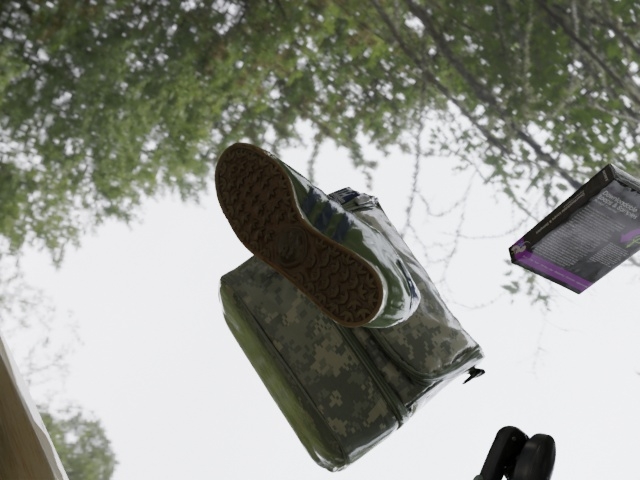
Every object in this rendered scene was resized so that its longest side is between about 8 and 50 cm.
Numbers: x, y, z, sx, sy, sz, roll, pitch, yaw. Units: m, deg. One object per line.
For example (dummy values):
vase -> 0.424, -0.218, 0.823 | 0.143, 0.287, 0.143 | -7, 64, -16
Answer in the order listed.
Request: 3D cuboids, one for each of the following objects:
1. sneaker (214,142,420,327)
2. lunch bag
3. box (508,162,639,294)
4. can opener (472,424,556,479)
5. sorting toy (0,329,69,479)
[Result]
sneaker -> 0.000, 0.000, 0.625 | 0.192, 0.086, 0.064 | 45, -73, 33
lunch bag -> 0.039, 0.110, 1.095 | 0.256, 0.213, 0.305 | -31, -104, -18
box -> 0.313, -0.009, 0.952 | 0.162, 0.116, 0.029 | -45, -148, 38
can opener -> 0.156, 0.257, 0.764 | 0.059, 0.073, 0.186 | 28, -107, 7
sorting toy -> -0.315, 0.093, 0.460 | 0.255, 0.089, 0.257 | -31, -115, -10
